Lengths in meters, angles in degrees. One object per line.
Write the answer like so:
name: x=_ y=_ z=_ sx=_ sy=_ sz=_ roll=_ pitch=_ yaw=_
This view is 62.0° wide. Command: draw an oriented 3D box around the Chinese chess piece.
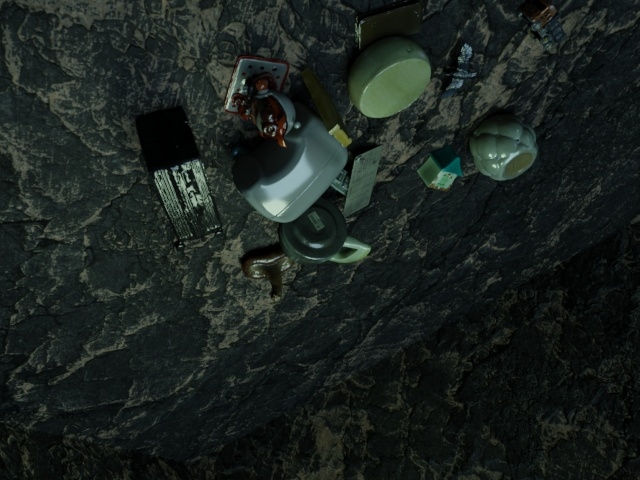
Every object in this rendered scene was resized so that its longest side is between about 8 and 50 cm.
Chinese chess piece: x=0.199 y=-0.474 z=1.560 sx=0.250 sy=0.101 sz=0.250 roll=-21 pitch=155 yaw=-10

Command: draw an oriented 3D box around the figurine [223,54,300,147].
figurine: x=-0.137 y=-0.346 z=1.427 sx=0.160 sy=0.226 sz=0.184 roll=-4 pitch=140 yaw=-32

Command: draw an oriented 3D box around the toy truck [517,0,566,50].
toy truck: x=0.700 y=-0.680 z=1.670 sx=0.092 sy=0.083 sz=0.192 roll=-42 pitch=144 yaw=22

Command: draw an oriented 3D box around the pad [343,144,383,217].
pad: x=0.152 y=-0.207 z=1.906 sx=0.159 sy=0.009 sz=0.265 roll=-30 pitch=144 yaw=-39

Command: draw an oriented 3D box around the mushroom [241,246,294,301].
mushroom: x=-0.171 y=0.140 z=2.051 sx=0.226 sy=0.218 sz=0.148 roll=-20 pitch=145 yaw=-10

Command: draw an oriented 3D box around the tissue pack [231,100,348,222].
tissue pack: x=-0.079 y=-0.220 z=1.597 sx=0.333 sy=0.229 sz=0.236 roll=-47 pitch=131 yaw=8

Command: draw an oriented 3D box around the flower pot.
flower pot: x=0.689 y=-0.347 z=2.002 sx=0.245 sy=0.195 sz=0.246 roll=-18 pitch=144 yaw=-14

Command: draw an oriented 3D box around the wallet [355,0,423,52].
wallet: x=0.192 y=-0.600 z=1.484 sx=0.197 sy=0.031 sz=0.110 roll=-21 pitch=145 yaw=-10

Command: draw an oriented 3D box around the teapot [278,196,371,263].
teapot: x=-0.009 y=-0.021 z=1.954 sx=0.321 sy=0.240 sz=0.239 roll=-9 pitch=165 yaw=-20

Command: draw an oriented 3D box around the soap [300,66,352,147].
soap: x=0.016 y=-0.369 z=1.476 sx=0.037 sy=0.252 sz=0.092 roll=-34 pitch=146 yaw=17

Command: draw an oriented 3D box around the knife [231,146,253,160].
knife: x=-0.182 y=-0.258 z=1.687 sx=0.221 sy=0.031 sz=0.064 roll=8 pitch=119 yaw=-36

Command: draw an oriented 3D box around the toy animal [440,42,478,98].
toy animal: x=0.447 y=-0.538 z=1.707 sx=0.107 sy=0.062 sz=0.220 roll=-12 pitch=150 yaw=-21

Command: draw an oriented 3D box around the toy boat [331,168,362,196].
toy boat: x=0.078 y=-0.209 z=1.868 sx=0.260 sy=0.085 sz=0.078 roll=27 pitch=87 yaw=-51

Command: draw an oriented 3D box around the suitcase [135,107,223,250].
suitcase: x=-0.394 y=-0.167 z=1.488 sx=0.152 sy=0.230 sz=0.335 roll=-20 pitch=146 yaw=-11

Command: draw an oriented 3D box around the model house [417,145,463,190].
model house: x=0.469 y=-0.278 z=2.034 sx=0.127 sy=0.101 sz=0.149 roll=5 pitch=133 yaw=-39
